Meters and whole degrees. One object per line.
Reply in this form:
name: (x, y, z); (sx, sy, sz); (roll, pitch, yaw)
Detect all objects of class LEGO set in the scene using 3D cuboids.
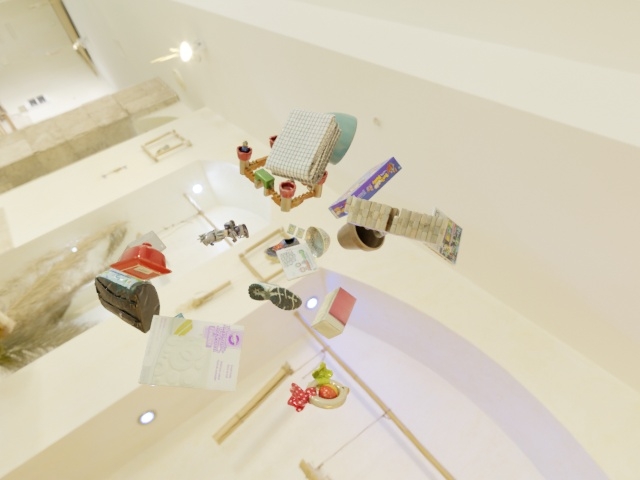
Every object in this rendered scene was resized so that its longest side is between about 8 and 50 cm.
LEGO set: (-0.168, 0.024, 2.801); (0.183, 0.060, 0.244); (22, -63, -4)

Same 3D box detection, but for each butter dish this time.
butter dish: (-0.623, 0.062, 1.456); (0.160, 0.160, 0.118); (38, 45, -50)

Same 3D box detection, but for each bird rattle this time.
bird rattle: (0.000, 0.591, 1.626); (0.207, 0.254, 0.142); (11, -82, 26)

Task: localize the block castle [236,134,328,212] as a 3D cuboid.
block castle: (-0.202, -0.379, 2.163); (0.453, 0.303, 0.212); (42, -38, 29)

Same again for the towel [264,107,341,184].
towel: (-0.065, -0.374, 1.651); (0.235, 0.283, 0.121); (19, -8, 33)

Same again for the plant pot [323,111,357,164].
plant pot: (0.044, -0.587, 2.273); (0.196, 0.289, 0.290); (20, -11, -19)

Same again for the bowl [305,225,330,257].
bowl: (0.000, 0.000, 2.144); (0.170, 0.080, 0.169); (28, -55, 49)

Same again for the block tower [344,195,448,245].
block tower: (0.250, -0.065, 1.385); (0.336, 0.090, 0.097); (16, 2, 19)

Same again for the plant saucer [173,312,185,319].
plant saucer: (-0.676, 0.377, 1.952); (0.018, 0.067, 0.192); (61, -20, -11)

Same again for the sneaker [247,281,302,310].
sneaker: (-0.211, 0.259, 2.048); (0.283, 0.122, 0.109); (16, -77, 19)

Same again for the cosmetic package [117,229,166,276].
cosmetic package: (-0.762, 0.059, 1.754); (0.107, 0.127, 0.238); (52, -41, -4)

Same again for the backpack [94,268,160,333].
backpack: (-1.003, 0.277, 2.136); (0.356, 0.273, 0.289); (9, -59, 16)

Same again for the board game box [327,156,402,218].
board game box: (0.220, -0.261, 2.070); (0.078, 0.347, 0.233); (50, -22, -9)

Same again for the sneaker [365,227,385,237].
sneaker: (0.307, -0.096, 2.201); (0.106, 0.100, 0.267); (-10, -21, 29)

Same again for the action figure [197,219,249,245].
action figure: (-0.457, -0.025, 1.955); (0.186, 0.285, 0.098); (0, -76, 22)

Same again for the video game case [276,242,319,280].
video game case: (-0.099, 0.091, 1.791); (0.019, 0.143, 0.157); (98, -28, -54)

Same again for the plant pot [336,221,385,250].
plant pot: (0.225, -0.037, 2.507); (0.229, 0.263, 0.262); (-25, -82, 48)

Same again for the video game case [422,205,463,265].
video game case: (0.525, -0.019, 1.757); (0.184, 0.201, 0.023); (34, -33, -18)

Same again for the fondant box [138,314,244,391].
fondant box: (-0.461, 0.415, 1.505); (0.096, 0.331, 0.238); (131, -34, -63)

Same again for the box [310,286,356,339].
box: (0.074, 0.388, 2.208); (0.127, 0.232, 0.149); (37, -39, -10)

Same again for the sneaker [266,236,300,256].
sneaker: (-0.237, 0.031, 2.569); (0.087, 0.222, 0.083); (83, -19, -52)
